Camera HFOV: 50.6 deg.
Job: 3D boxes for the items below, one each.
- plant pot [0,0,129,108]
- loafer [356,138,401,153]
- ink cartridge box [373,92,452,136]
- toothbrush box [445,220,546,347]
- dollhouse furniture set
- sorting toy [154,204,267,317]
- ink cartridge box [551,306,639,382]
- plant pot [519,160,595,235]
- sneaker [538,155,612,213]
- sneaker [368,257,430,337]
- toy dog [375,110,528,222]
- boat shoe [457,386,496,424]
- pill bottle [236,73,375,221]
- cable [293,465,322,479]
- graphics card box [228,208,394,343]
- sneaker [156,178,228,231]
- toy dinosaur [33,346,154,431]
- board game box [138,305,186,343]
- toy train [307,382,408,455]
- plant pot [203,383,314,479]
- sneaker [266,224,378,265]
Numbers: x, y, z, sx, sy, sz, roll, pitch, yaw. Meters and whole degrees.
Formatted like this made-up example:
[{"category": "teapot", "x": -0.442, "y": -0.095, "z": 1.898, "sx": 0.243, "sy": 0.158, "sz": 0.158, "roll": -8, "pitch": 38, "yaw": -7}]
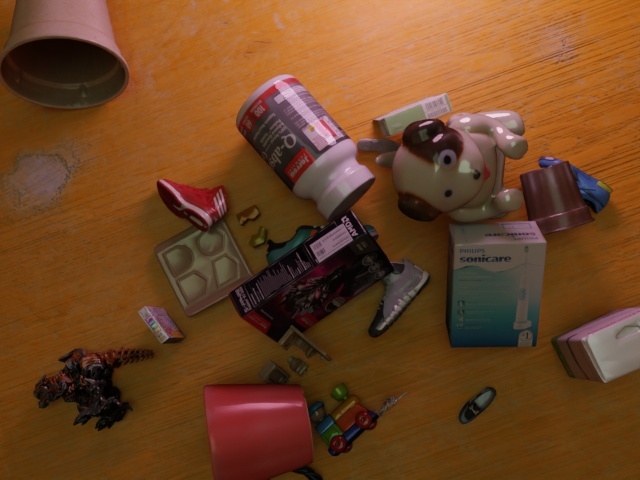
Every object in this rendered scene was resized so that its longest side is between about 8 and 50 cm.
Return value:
[{"category": "plant pot", "x": -0.701, "y": -0.578, "z": 1.847, "sx": 0.333, "sy": 0.334, "sz": 0.306, "roll": -10, "pitch": 71, "yaw": 3}, {"category": "loafer", "x": 0.163, "y": -0.263, "z": 1.858, "sx": 0.125, "sy": 0.039, "sz": 0.045, "roll": 8, "pitch": 117, "yaw": 3}, {"category": "ink cartridge box", "x": 0.234, "y": -0.327, "z": 1.774, "sx": 0.171, "sy": 0.235, "sz": 0.056, "roll": -22, "pitch": 98, "yaw": 1}, {"category": "toothbrush box", "x": 0.425, "y": 0.110, "z": 1.673, "sx": 0.216, "sy": 0.126, "sz": 0.296, "roll": -2, "pitch": 117, "yaw": 4}, {"category": "dollhouse furniture set", "x": -0.056, "y": 0.329, "z": 1.725, "sx": 0.123, "sy": 0.144, "sz": 0.151, "roll": 35, "pitch": 80, "yaw": 28}, {"category": "sorting toy", "x": -0.276, "y": 0.043, "z": 1.851, "sx": 0.307, "sy": 0.041, "sz": 0.229, "roll": -29, "pitch": 77, "yaw": 0}, {"category": "ink cartridge box", "x": 0.700, "y": 0.247, "z": 1.627, "sx": 0.198, "sy": 0.273, "sz": 0.115, "roll": -24, "pitch": 81, "yaw": 1}, {"category": "plant pot", "x": 0.591, "y": -0.108, "z": 1.725, "sx": 0.166, "sy": 0.167, "sz": 0.165, "roll": -16, "pitch": 91, "yaw": 2}, {"category": "sneaker", "x": 0.661, "y": -0.147, "z": 1.789, "sx": 0.209, "sy": 0.069, "sz": 0.082, "roll": 32, "pitch": 89, "yaw": 8}, {"category": "sneaker", "x": 0.173, "y": 0.139, "z": 1.786, "sx": 0.132, "sy": 0.086, "sz": 0.229, "roll": 41, "pitch": 77, "yaw": 13}, {"category": "toy dog", "x": 0.305, "y": -0.191, "z": 1.624, "sx": 0.395, "sy": 0.408, "sz": 0.285, "roll": 18, "pitch": 107, "yaw": 16}, {"category": "boat shoe", "x": 0.404, "y": 0.426, "z": 1.742, "sx": 0.125, "sy": 0.038, "sz": 0.046, "roll": -40, "pitch": 81, "yaw": -2}, {"category": "pill bottle", "x": -0.036, "y": -0.241, "z": 1.782, "sx": 0.210, "sy": 0.210, "sz": 0.363, "roll": -41, "pitch": 81, "yaw": -2}, {"category": "cable", "x": -0.076, "y": 0.647, "z": 1.744, "sx": 0.184, "sy": 0.047, "sz": 0.151, "roll": 16, "pitch": 84, "yaw": 6}, {"category": "graphics card box", "x": -0.016, "y": 0.102, "z": 1.700, "sx": 0.371, "sy": 0.233, "sz": 0.094, "roll": -35, "pitch": 55, "yaw": 4}, {"category": "sneaker", "x": -0.342, "y": -0.119, "z": 1.870, "sx": 0.221, "sy": 0.087, "sz": 0.128, "roll": 39, "pitch": 55, "yaw": 21}, {"category": "toy dinosaur", "x": -0.598, "y": 0.369, "z": 1.779, "sx": 0.322, "sy": 0.164, "sz": 0.218, "roll": -35, "pitch": 63, "yaw": 20}, {"category": "board game box", "x": -0.413, "y": 0.222, "z": 1.774, "sx": 0.026, "sy": 0.154, "sz": 0.103, "roll": -40, "pitch": 82, "yaw": -1}, {"category": "toy train", "x": 0.087, "y": 0.423, "z": 1.744, "sx": 0.248, "sy": 0.105, "sz": 0.143, "roll": -43, "pitch": 68, "yaw": -2}, {"category": "plant pot", "x": -0.151, "y": 0.474, "z": 1.677, "sx": 0.243, "sy": 0.275, "sz": 0.275, "roll": -7, "pitch": 81, "yaw": -8}, {"category": "sneaker", "x": 0.000, "y": 0.000, "z": 1.798, "sx": 0.302, "sy": 0.108, "sz": 0.121, "roll": -19, "pitch": 70, "yaw": -7}]
